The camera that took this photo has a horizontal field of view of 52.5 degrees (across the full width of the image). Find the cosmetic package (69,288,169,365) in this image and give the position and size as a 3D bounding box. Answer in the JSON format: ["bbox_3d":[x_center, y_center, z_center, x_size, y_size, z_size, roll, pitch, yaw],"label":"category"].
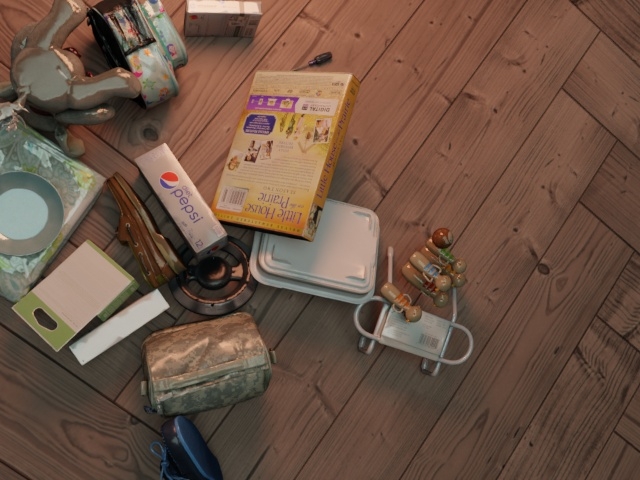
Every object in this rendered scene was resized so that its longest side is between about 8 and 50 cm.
[{"bbox_3d":[-0.484,0.206,1.573,0.239,0.099,0.060,-34,96,-15],"label":"cosmetic package"}]

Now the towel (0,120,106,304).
[{"bbox_3d":[-0.741,-0.086,1.529,0.321,0.090,0.374,34,78,-10],"label":"towel"}]

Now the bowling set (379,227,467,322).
[{"bbox_3d":[0.306,0.080,1.678,0.154,0.200,0.287,43,50,9],"label":"bowling set"}]

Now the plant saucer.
[{"bbox_3d":[-0.687,-0.061,1.483,0.195,0.037,0.194,1,88,-16],"label":"plant saucer"}]

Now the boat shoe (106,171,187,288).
[{"bbox_3d":[-0.450,-0.026,1.574,0.104,0.110,0.307,-34,76,-4],"label":"boat shoe"}]

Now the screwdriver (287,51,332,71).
[{"bbox_3d":[-0.045,-0.481,1.787,0.170,0.025,0.024,-25,93,-7],"label":"screwdriver"}]

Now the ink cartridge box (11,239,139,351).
[{"bbox_3d":[-0.574,0.132,1.530,0.171,0.056,0.235,37,71,18],"label":"ink cartridge box"}]

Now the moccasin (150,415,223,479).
[{"bbox_3d":[-0.314,0.526,1.496,0.117,0.137,0.342,-17,135,-5],"label":"moccasin"}]

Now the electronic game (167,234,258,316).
[{"bbox_3d":[-0.269,0.083,1.631,0.229,0.048,0.229,3,60,-6],"label":"electronic game"}]

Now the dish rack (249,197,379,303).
[{"bbox_3d":[0.000,0.000,1.675,0.333,0.072,0.285,14,60,-11],"label":"dish rack"}]

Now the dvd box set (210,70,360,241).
[{"bbox_3d":[-0.093,-0.222,1.627,0.062,0.308,0.420,29,75,-55],"label":"dvd box set"}]

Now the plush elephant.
[{"bbox_3d":[-0.605,-0.344,1.500,0.330,0.255,0.272,-44,100,-14],"label":"plush elephant"}]

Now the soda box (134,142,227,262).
[{"bbox_3d":[-0.342,-0.093,1.602,0.091,0.098,0.286,-33,80,-15],"label":"soda box"}]

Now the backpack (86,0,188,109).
[{"bbox_3d":[-0.430,-0.453,1.571,0.191,0.225,0.253,-25,101,-14],"label":"backpack"}]

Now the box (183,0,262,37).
[{"bbox_3d":[-0.254,-0.568,1.666,0.186,0.145,0.038,-5,85,-15],"label":"box"}]

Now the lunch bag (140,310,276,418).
[{"bbox_3d":[-0.274,0.298,1.541,0.305,0.256,0.212,-12,89,-15],"label":"lunch bag"}]

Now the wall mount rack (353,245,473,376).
[{"bbox_3d":[0.252,0.193,1.765,0.350,0.130,0.304,21,85,-13],"label":"wall mount rack"}]
